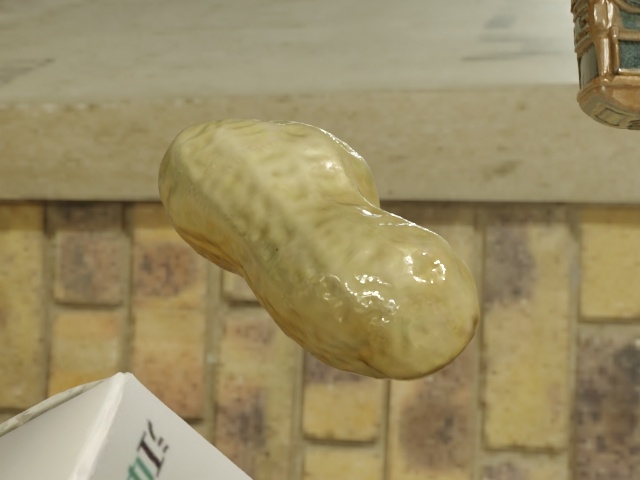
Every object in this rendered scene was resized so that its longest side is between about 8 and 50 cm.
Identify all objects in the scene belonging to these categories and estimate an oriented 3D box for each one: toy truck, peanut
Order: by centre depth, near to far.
[{"bbox_3d":[0.000,0.000,0.955,0.125,0.274,0.111,-34,141,-20],"label":"peanut"},{"bbox_3d":[0.300,-0.117,0.994,0.108,0.256,0.140,90,2,-87],"label":"toy truck"}]

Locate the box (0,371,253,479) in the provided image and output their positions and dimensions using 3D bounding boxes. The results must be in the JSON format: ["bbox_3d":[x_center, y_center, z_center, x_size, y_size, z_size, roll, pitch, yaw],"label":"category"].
[{"bbox_3d":[-0.092,0.219,0.444,0.173,0.145,0.333,45,39,-24],"label":"box"}]
